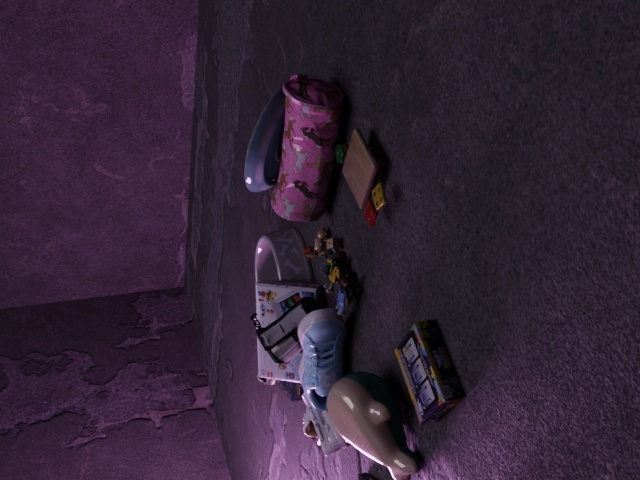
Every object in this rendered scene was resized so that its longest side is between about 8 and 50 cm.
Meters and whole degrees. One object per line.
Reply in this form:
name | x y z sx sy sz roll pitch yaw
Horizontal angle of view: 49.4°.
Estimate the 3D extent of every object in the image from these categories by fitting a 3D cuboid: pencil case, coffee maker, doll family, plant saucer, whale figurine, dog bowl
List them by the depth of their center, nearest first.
whale figurine | 0.138 0.421 1.600 0.272 0.141 0.216 46 145 22
doll family | 0.052 0.101 1.791 0.193 0.076 0.111 56 142 43
pencil case | -0.039 -0.235 1.819 0.160 0.167 0.386 -67 -9 -50
plant saucer | -0.113 -0.274 1.924 0.318 0.043 0.318 -59 -15 -27
coffee maker | -0.087 0.238 1.965 0.171 0.178 0.120 47 -162 -8
dog bowl | -0.125 0.130 2.239 0.348 0.102 0.349 175 90 -70

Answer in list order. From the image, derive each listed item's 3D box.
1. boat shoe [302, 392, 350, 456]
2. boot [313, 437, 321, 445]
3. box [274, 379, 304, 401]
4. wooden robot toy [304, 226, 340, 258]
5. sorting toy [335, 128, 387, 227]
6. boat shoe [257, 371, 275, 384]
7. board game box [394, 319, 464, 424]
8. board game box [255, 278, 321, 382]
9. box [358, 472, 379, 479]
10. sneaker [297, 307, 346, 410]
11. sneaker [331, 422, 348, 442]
boat shoe | -0.011 0.520 2.006 0.098 0.096 0.277 62 170 -24
boot | 0.007 0.606 2.105 0.114 0.037 0.107 117 155 -52
box | -0.106 0.412 2.329 0.232 0.059 0.184 -159 65 -69
wooden robot toy | 0.000 0.000 1.908 0.173 0.076 0.079 150 123 -68
sorting toy | 0.107 -0.159 1.589 0.132 0.046 0.275 105 152 -45
boat shoe | -0.200 0.497 2.593 0.223 0.073 0.080 137 125 -65
board game box | 0.217 0.268 1.410 0.141 0.048 0.170 111 147 -56
board game box | -0.094 0.273 2.078 0.053 0.192 0.306 -41 -47 -67
box | 0.137 0.689 1.781 0.116 0.029 0.162 162 102 -70
sneaker | 0.018 0.330 1.874 0.366 0.135 0.150 91 161 -48
sneaker | 0.079 0.454 1.800 0.234 0.078 0.106 -175 77 -72
